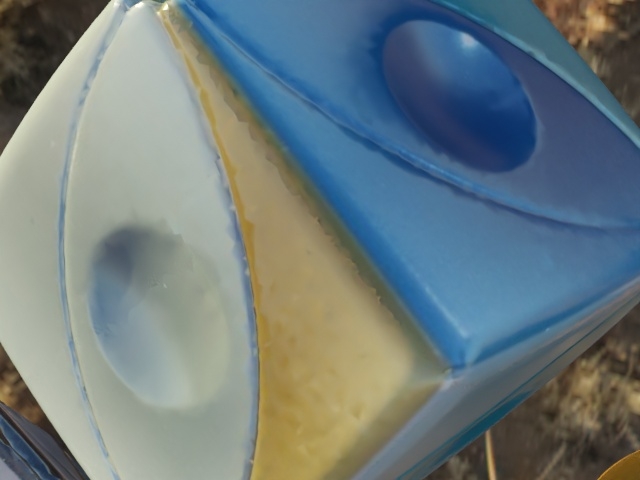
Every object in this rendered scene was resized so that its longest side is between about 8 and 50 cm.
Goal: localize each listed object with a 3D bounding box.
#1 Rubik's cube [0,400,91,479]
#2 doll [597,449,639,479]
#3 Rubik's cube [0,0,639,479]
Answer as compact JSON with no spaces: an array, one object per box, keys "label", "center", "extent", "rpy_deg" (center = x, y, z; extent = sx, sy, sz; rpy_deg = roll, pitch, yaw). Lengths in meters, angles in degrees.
[{"label":"Rubik's cube","center":[-0.323,0.353,1.785],"extent":[0.310,0.307,0.305],"rpy_deg":[42,85,18]},{"label":"doll","center":[0.282,0.248,1.435],"extent":[0.213,0.236,0.213],"rpy_deg":[-13,54,19]},{"label":"Rubik's cube","center":[0.000,0.000,1.290],"extent":[0.352,0.347,0.351],"rpy_deg":[51,41,9]}]
